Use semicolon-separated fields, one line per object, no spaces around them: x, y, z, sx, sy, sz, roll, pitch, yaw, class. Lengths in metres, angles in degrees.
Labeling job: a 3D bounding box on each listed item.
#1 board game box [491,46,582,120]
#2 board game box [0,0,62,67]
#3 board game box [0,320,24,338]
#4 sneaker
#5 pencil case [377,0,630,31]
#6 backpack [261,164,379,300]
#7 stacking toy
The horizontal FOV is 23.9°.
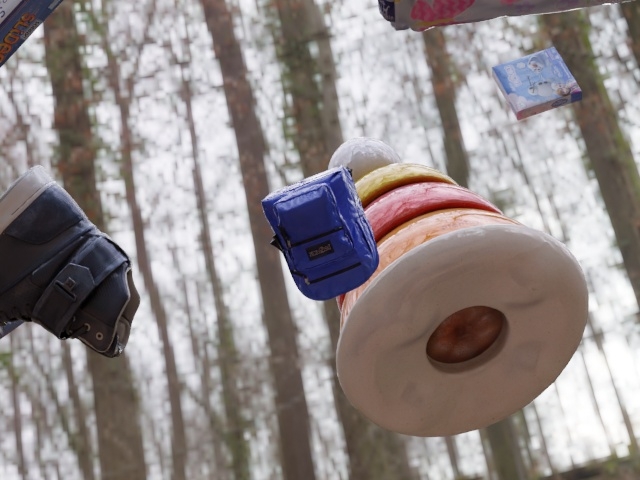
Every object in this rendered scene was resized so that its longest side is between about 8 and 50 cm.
0.280;-0.204;1.963;0.090;0.090;0.020;-19;-39;-5;board game box
-0.347;-0.213;1.451;0.201;0.136;0.035;-43;-30;16;board game box
-0.420;0.085;1.648;0.165;0.042;0.243;-1;12;11;board game box
-0.259;0.072;1.294;0.226;0.163;0.086;-47;0;2;sneaker
0.180;-0.258;1.319;0.273;0.113;0.124;-6;-37;0;pencil case
0.000;0.000;1.505;0.098;0.120;0.101;-20;8;14;backpack
0.133;0.006;2.121;0.350;0.480;0.350;-10;-50;-13;stacking toy
